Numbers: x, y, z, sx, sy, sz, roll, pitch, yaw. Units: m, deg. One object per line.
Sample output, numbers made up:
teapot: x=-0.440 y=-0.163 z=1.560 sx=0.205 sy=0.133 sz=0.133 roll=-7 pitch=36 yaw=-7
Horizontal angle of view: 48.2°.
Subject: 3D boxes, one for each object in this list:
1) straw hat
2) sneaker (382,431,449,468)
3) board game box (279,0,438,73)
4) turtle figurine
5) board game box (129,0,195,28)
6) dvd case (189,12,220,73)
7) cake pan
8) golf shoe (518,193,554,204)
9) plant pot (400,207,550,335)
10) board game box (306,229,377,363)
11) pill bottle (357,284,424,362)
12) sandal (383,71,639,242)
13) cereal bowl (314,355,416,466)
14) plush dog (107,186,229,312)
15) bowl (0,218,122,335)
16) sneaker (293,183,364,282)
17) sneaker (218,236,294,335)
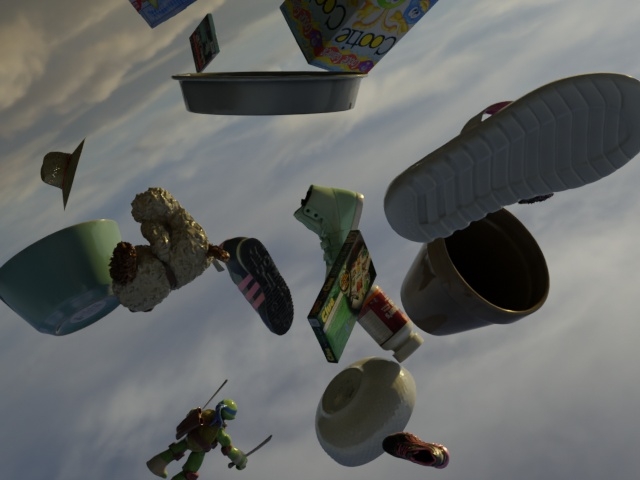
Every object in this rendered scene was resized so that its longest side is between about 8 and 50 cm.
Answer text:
straw hat: x=-0.482 y=-0.131 z=1.317 sx=0.144 sy=0.061 sz=0.144 roll=-165 pitch=-90 yaw=-70
sneaker: x=0.152 y=0.350 z=1.191 sx=0.119 sy=0.047 sz=0.057 roll=5 pitch=176 yaw=32
board game box: x=0.086 y=-0.423 z=1.199 sx=0.144 sy=0.142 sz=0.275 roll=3 pitch=144 yaw=-47
turtle figurine: x=-0.277 y=0.515 z=1.784 sx=0.266 sy=0.198 sz=0.275 roll=-44 pitch=176 yaw=-3
board game box: x=-0.196 y=-0.313 z=0.682 sx=0.060 sy=0.194 sz=0.194 roll=-29 pitch=163 yaw=10
dvd case: x=-0.251 y=-0.422 z=1.539 sx=0.013 sy=0.087 sz=0.119 roll=-10 pitch=173 yaw=-29
cake pan: x=-0.074 y=-0.224 z=1.071 sx=0.293 sy=0.054 sz=0.293 roll=-1 pitch=-165 yaw=0
golf shoe: x=0.475 y=-0.131 z=1.724 sx=0.186 sy=0.086 sz=0.067 roll=0 pitch=167 yaw=-9
plant pot: x=0.352 y=0.098 z=1.774 sx=0.280 sy=0.323 sz=0.323 roll=-49 pitch=-176 yaw=47
board game box: x=0.050 y=0.112 z=1.483 sx=0.030 sy=0.136 sz=0.260 roll=2 pitch=-139 yaw=27
pill bottle: x=0.197 y=0.249 z=2.129 sx=0.121 sy=0.221 sz=0.121 roll=-42 pitch=173 yaw=-6
sandal: x=0.280 y=-0.138 z=1.051 sx=0.416 sy=0.169 sz=0.102 roll=-22 pitch=-151 yaw=5
cereal bowl: x=0.106 y=0.474 z=2.086 sx=0.339 sy=0.141 sz=0.339 roll=-38 pitch=-157 yaw=20
plush dog: x=-0.337 y=0.056 z=1.506 sx=0.210 sy=0.262 sz=0.225 roll=32 pitch=-120 yaw=25
bowl: x=-0.562 y=0.103 z=1.625 sx=0.311 sy=0.163 sz=0.311 roll=-33 pitch=170 yaw=-6
sneaker: x=0.000 y=0.000 z=1.604 sx=0.094 sy=0.151 sz=0.256 roll=148 pitch=-45 yaw=-70
sneaker: x=-0.176 y=0.120 z=1.956 sx=0.131 sy=0.319 sz=0.112 roll=5 pitch=-143 yaw=41
